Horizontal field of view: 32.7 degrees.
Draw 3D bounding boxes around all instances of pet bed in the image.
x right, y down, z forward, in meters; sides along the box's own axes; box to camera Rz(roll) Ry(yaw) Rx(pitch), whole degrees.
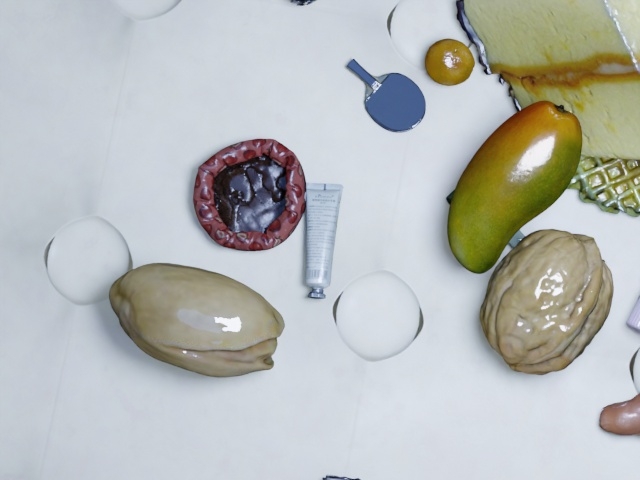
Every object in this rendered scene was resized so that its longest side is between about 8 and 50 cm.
[{"bbox_3d":[-0.118,-0.075,1.828,0.201,0.053,0.201,0,87,7],"label":"pet bed"}]

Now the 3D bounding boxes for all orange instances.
[{"bbox_3d":[0.216,-0.297,1.823,0.085,0.085,0.085,0,85,2],"label":"orange"}]

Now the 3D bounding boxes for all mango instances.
[{"bbox_3d":[0.297,-0.090,1.721,0.146,0.129,0.289,43,96,-7],"label":"mango"}]

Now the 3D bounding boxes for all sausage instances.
[{"bbox_3d":[0.592,0.236,1.764,0.304,0.078,0.078,-29,85,-1],"label":"sausage"}]

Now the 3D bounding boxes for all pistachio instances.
[{"bbox_3d":[-0.204,0.123,1.762,0.293,0.181,0.162,15,123,6],"label":"pistachio"}]

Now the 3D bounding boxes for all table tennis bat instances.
[{"bbox_3d":[0.109,-0.250,1.854,0.158,0.014,0.095,42,89,3],"label":"table tennis bat"}]

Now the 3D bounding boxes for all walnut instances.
[{"bbox_3d":[0.357,0.095,1.725,0.198,0.198,0.245,34,95,5],"label":"walnut"}]

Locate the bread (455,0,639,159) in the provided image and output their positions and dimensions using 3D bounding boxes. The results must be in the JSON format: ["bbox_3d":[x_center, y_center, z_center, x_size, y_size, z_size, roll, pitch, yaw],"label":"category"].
[{"bbox_3d":[0.465,-0.289,1.728,0.242,0.405,0.346,-24,101,-25],"label":"bread"}]

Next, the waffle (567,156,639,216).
[{"bbox_3d":[0.521,-0.139,1.808,0.214,0.054,0.208,23,85,5],"label":"waffle"}]

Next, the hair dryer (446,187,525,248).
[{"bbox_3d":[0.308,-0.031,1.815,0.100,0.057,0.198,-41,93,-2],"label":"hair dryer"}]

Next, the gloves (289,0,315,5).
[{"bbox_3d":[-0.017,-0.456,1.849,0.153,0.070,0.114,-17,91,1],"label":"gloves"}]

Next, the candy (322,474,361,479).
[{"bbox_3d":[0.044,0.492,1.775,0.094,0.051,0.226,-6,87,-9],"label":"candy"}]

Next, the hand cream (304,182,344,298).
[{"bbox_3d":[0.000,0.000,1.825,0.067,0.042,0.195,3,80,10],"label":"hand cream"}]

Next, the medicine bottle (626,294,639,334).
[{"bbox_3d":[0.573,0.065,1.773,0.083,0.083,0.203,30,85,4],"label":"medicine bottle"}]
